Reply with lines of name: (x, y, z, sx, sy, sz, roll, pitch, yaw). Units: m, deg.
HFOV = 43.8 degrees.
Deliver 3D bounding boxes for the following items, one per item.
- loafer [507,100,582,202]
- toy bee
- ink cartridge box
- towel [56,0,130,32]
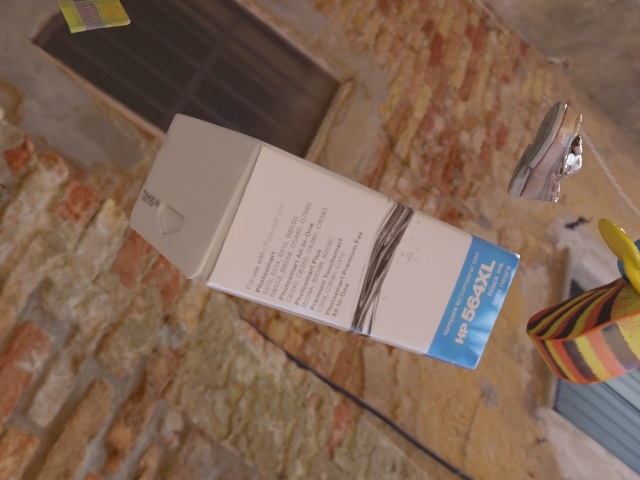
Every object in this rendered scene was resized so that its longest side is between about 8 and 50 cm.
loafer: (0.165, -0.058, 0.557, 0.125, 0.039, 0.045, 90, 22, -74)
toy bee: (0.320, 0.044, 0.691, 0.298, 0.195, 0.162, -53, -177, 21)
ink cartridge box: (0.000, 0.000, 0.515, 0.148, 0.203, 0.085, 27, -86, 58)
towel: (-0.294, -0.299, 1.034, 0.083, 0.060, 0.009, -20, 166, -31)
